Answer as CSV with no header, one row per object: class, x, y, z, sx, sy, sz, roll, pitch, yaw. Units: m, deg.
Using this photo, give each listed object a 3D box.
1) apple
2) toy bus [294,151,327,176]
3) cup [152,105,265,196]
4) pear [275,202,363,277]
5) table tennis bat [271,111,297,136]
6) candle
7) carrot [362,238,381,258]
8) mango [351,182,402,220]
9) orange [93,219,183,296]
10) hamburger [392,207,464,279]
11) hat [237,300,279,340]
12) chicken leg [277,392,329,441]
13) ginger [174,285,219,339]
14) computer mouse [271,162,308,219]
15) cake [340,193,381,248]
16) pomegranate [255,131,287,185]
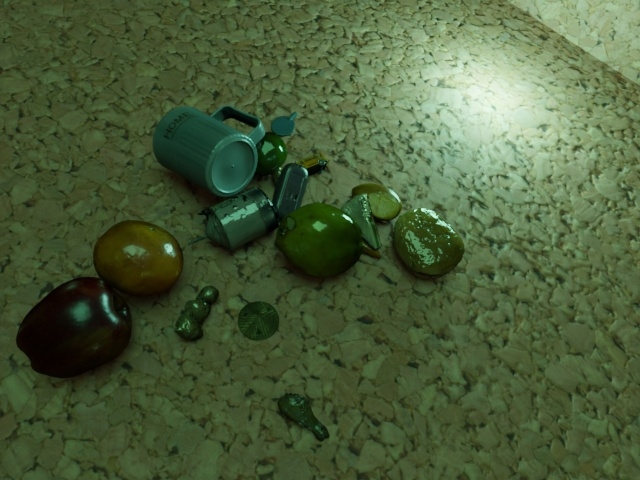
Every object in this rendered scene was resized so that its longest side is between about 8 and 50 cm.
apple,-0.728,0.261,1.480,0.317,0.288,0.288,-29,69,-1
toy bus,-0.054,-0.302,2.022,0.162,0.069,0.074,-25,68,-23
cup,-0.396,-0.336,1.834,0.311,0.257,0.331,31,39,31
pear,0.000,0.000,1.768,0.321,0.269,0.269,4,60,-21
table tennis bat,-0.153,-0.515,2.151,0.100,0.019,0.155,33,63,9
candle,-0.325,-0.059,1.782,0.330,0.187,0.187,-28,69,-20
carrot,0.123,-0.013,1.905,0.271,0.066,0.062,45,103,13
mango,0.224,-0.159,1.978,0.217,0.102,0.141,25,85,9
orange,-0.596,0.056,1.616,0.284,0.284,0.226,28,102,6
hamburger,0.411,0.005,1.895,0.259,0.144,0.283,-31,65,-20
hat,-0.212,0.265,1.687,0.146,0.067,0.146,4,61,-7
chicken leg,-0.047,0.560,1.557,0.198,0.069,0.085,42,65,6
ginger,-0.415,0.240,1.660,0.104,0.080,0.204,38,57,-26
computer mouse,-0.120,-0.188,1.922,0.120,0.057,0.232,18,82,-27
cake,0.151,-0.064,1.912,0.116,0.086,0.220,-13,96,26
pomegranate,-0.206,-0.318,1.957,0.187,0.187,0.225,-39,99,-26
